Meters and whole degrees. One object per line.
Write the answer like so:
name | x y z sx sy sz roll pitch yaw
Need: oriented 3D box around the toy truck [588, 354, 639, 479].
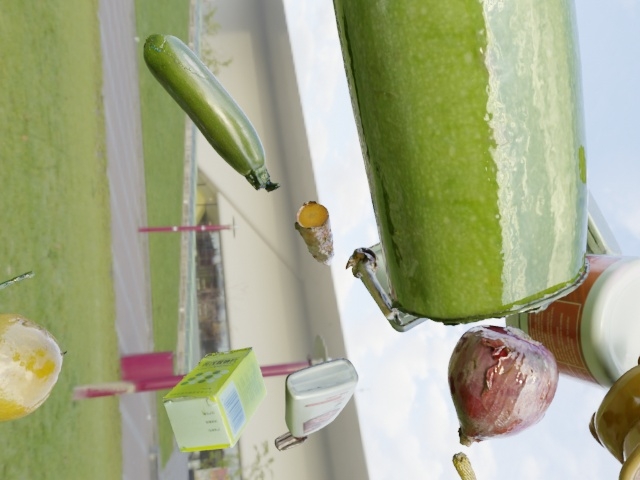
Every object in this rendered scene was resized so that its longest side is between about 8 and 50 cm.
toy truck | 0.552 0.294 0.864 0.212 0.287 0.205 -87 -160 -65

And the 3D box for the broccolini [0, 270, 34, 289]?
broccolini | -0.962 0.149 1.682 0.057 0.254 0.072 18 -51 43

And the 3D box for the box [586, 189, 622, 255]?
box | 0.524 -0.043 1.490 0.343 0.177 0.352 -34 -113 34

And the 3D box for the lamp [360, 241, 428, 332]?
lamp | 0.257 0.093 1.594 0.269 0.266 0.047 57 -13 33

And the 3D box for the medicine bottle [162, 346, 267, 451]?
medicine bottle | -0.238 0.369 1.359 0.250 0.137 0.141 -45 119 -70

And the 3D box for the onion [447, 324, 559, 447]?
onion | 0.251 0.218 0.831 0.159 0.159 0.195 -135 -115 -71

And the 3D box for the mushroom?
mushroom | 0.100 0.086 1.072 0.061 0.060 0.187 -50 -141 25

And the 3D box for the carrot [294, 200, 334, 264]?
carrot | 0.000 0.000 1.624 0.263 0.101 0.102 72 5 -55

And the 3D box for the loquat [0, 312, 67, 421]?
loquat | -0.689 0.271 1.243 0.244 0.243 0.244 177 -90 -77

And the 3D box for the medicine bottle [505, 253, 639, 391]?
medicine bottle | 0.529 0.152 1.107 0.240 0.252 0.253 -177 -96 -67

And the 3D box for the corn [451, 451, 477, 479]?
corn | 0.235 0.371 0.934 0.083 0.028 0.027 61 -4 -29

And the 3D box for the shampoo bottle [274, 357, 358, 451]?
shampoo bottle | -0.024 0.348 1.173 0.071 0.153 0.284 58 -33 34

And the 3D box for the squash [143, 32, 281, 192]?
squash | -0.177 -0.211 0.977 0.332 0.087 0.087 52 -5 -15

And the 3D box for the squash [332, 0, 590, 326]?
squash | 0.174 -0.121 0.682 0.263 0.262 0.385 -136 -147 -71
